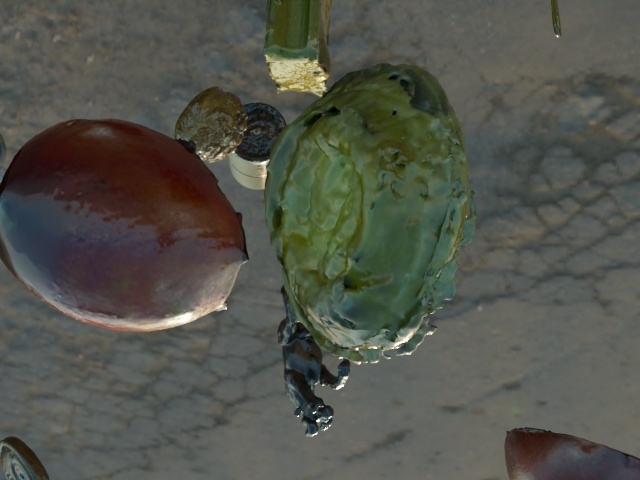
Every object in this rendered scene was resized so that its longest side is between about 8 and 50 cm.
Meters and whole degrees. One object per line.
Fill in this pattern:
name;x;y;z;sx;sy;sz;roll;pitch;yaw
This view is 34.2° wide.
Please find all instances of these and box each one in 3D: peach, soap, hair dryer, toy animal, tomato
peach;-0.249;-0.018;1.360;0.338;0.281;0.281;14;150;5
soap;-0.020;-0.306;1.268;0.076;0.233;0.135;1;166;4
hair dryer;-0.011;-0.207;2.114;0.361;0.128;0.203;-9;167;-4
toy animal;-0.027;0.180;1.558;0.084;0.233;0.148;-14;179;-32
tomato;0.336;0.313;1.327;0.225;0.085;0.225;20;160;8

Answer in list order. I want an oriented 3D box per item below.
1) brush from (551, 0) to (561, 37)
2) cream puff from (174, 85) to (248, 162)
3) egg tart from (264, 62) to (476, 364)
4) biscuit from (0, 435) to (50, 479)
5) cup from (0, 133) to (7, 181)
brush;0.357;-0.398;1.604;0.010;0.218;0.082;-12;148;22
cream puff;-0.180;-0.193;1.770;0.103;0.144;0.126;34;117;4
egg tart;0.026;-0.029;0.928;0.095;0.279;0.279;7;154;-32
biscuit;-0.366;0.330;1.336;0.026;0.175;0.124;-28;166;-34
cup;-0.655;-0.088;1.676;0.274;0.259;0.356;-42;119;15
